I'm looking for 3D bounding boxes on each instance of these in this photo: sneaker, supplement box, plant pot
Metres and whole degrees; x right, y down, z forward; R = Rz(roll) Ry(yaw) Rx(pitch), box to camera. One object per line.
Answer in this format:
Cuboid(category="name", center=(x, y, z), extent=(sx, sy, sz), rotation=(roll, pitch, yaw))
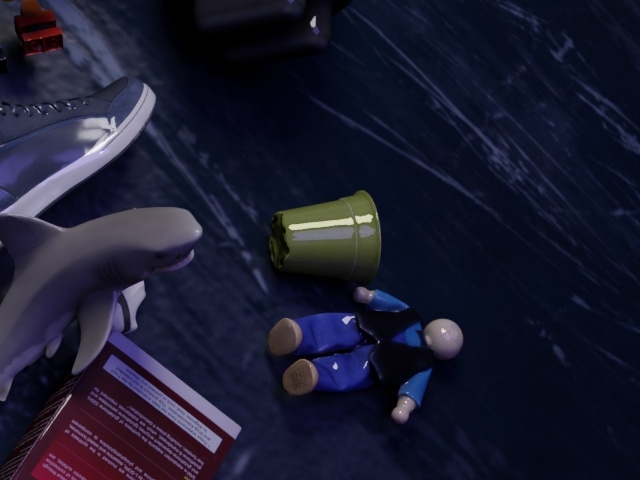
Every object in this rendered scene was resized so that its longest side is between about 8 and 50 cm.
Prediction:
Cuboid(category="sneaker", center=(-0.237, -0.106, 1.084), extent=(0.226, 0.086, 0.163), rotation=(-44, 112, -35))
Cuboid(category="sneaker", center=(-0.158, 0.025, 1.135), extent=(0.044, 0.040, 0.109), rotation=(30, 61, -38))
Cuboid(category="supplement box", center=(-0.173, 0.199, 1.032), extent=(0.130, 0.073, 0.239), rotation=(40, 55, -13))
Cuboid(category="plant pot", center=(0.000, 0.000, 1.220), extent=(0.079, 0.083, 0.083), rotation=(-3, 73, -19))

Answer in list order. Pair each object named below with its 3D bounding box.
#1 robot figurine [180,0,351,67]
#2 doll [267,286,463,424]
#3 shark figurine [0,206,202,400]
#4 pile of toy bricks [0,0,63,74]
Cuboid(category="robot figurine", center=(-0.044, -0.293, 1.238), extent=(0.174, 0.209, 0.278), rotation=(7, 68, -16))
Cuboid(category="doll", center=(0.048, 0.097, 1.224), extent=(0.189, 0.046, 0.129), rotation=(-5, 65, -39))
Cuboid(category="shark figurine", center=(-0.219, 0.044, 1.031), extent=(0.278, 0.166, 0.116), rotation=(-44, 117, 3))
Cuboid(category="pile of toy bricks", center=(-0.302, -0.197, 1.103), extent=(0.212, 0.118, 0.105), rotation=(-14, 50, -19))
